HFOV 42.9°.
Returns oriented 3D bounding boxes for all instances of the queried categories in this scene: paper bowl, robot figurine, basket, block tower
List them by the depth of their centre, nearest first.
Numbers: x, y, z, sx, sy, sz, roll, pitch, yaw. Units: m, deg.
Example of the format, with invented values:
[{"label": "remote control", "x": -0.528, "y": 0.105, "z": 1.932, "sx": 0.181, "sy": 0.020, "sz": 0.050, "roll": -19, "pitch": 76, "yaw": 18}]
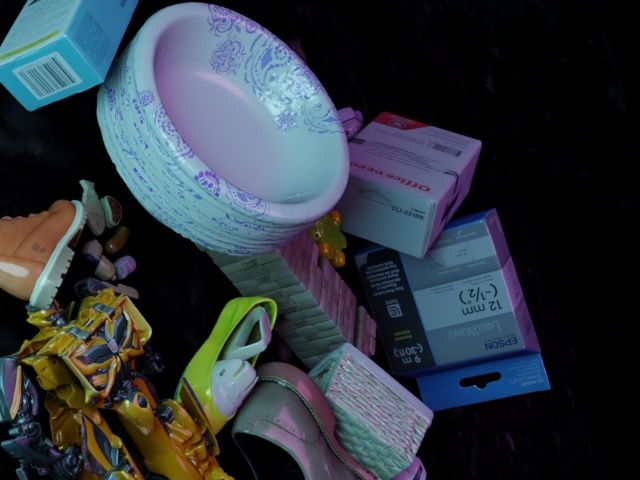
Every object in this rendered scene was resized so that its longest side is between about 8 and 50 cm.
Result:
[{"label": "robot figurine", "x": -0.179, "y": 0.173, "z": 0.754, "sx": 0.291, "sy": 0.085, "sz": 0.211, "roll": 65, "pitch": 26, "yaw": -19}, {"label": "paper bowl", "x": -0.116, "y": -0.113, "z": 0.926, "sx": 0.284, "sy": 0.148, "sz": 0.284, "roll": 27, "pitch": 45, "yaw": -30}, {"label": "basket", "x": 0.052, "y": 0.244, "z": 1.105, "sx": 0.167, "sy": 0.113, "sz": 0.103, "roll": 39, "pitch": 36, "yaw": -7}, {"label": "block tower", "x": -0.034, "y": 0.065, "z": 1.119, "sx": 0.335, "sy": 0.097, "sz": 0.091, "roll": 51, "pitch": 32, "yaw": -38}]

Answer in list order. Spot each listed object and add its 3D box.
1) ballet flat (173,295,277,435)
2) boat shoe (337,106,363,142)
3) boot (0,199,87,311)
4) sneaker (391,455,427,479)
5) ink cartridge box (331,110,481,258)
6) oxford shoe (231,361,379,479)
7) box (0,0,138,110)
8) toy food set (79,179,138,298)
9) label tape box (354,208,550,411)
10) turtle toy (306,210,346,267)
[{"label": "ballet flat", "x": -0.103, "y": 0.141, "z": 0.945, "sx": 0.077, "sy": 0.077, "sz": 0.231, "roll": 62, "pitch": 27, "yaw": -26}, {"label": "boat shoe", "x": 0.040, "y": -0.188, "z": 1.439, "sx": 0.226, "sy": 0.083, "sz": 0.076, "roll": -27, "pitch": 99, "yaw": -66}, {"label": "boot", "x": -0.259, "y": -0.005, "z": 0.726, "sx": 0.084, "sy": 0.059, "sz": 0.158, "roll": 23, "pitch": 21, "yaw": -15}, {"label": "sneaker", "x": 0.077, "y": 0.371, "z": 1.174, "sx": 0.235, "sy": 0.153, "sz": 0.094, "roll": 54, "pitch": -31, "yaw": 28}, {"label": "ink cartridge box", "x": 0.137, "y": -0.103, "z": 1.388, "sx": 0.273, "sy": 0.197, "sz": 0.114, "roll": -46, "pitch": 151, "yaw": -53}, {"label": "oxford shoe", "x": -0.008, "y": 0.324, "z": 1.009, "sx": 0.348, "sy": 0.123, "sz": 0.130, "roll": 57, "pitch": 35, "yaw": -15}, {"label": "box", "x": -0.248, "y": -0.246, "z": 0.846, "sx": 0.060, "sy": 0.100, "sz": 0.244, "roll": 54, "pitch": 32, "yaw": -40}, {"label": "toy food set", "x": -0.222, "y": 0.003, "z": 0.850, "sx": 0.078, "sy": 0.019, "sz": 0.122, "roll": 30, "pitch": 41, "yaw": -57}, {"label": "label tape box", "x": 0.237, "y": 0.144, "z": 1.455, "sx": 0.115, "sy": 0.249, "sz": 0.348, "roll": -27, "pitch": 100, "yaw": -66}, {"label": "turtle toy", "x": 0.000, "y": 0.000, "z": 1.261, "sx": 0.130, "sy": 0.066, "sz": 0.095, "roll": 35, "pitch": 45, "yaw": -55}]
